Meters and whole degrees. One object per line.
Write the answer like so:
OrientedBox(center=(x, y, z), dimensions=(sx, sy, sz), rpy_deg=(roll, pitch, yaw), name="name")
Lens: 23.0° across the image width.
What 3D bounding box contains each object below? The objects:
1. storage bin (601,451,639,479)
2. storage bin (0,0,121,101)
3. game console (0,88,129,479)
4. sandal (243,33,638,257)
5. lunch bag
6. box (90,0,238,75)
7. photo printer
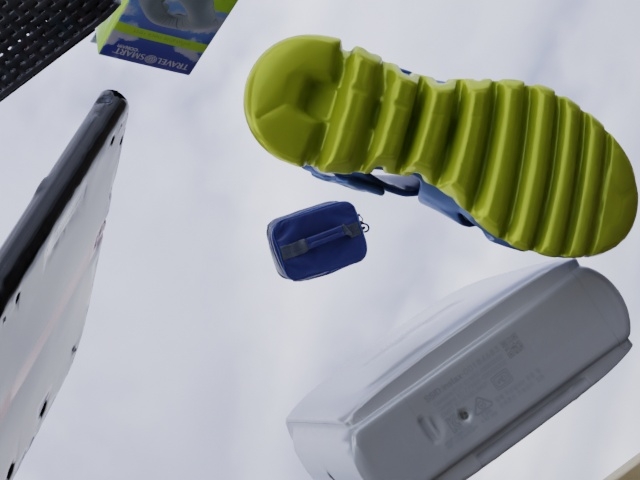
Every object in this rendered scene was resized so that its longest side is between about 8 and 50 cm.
OrientedBox(center=(0.177, 0.178, 0.581), dimensions=(0.260, 0.123, 0.262), rpy_deg=(-38, -41, 3), name="storage bin")
OrientedBox(center=(-0.236, -0.155, 1.113), dimensions=(0.180, 0.122, 0.084), rpy_deg=(-36, -68, 7), name="storage bin")
OrientedBox(center=(-0.277, 0.082, 1.441), dimensions=(0.386, 0.060, 0.342), rpy_deg=(-72, -1, -55), name="game console")
OrientedBox(center=(0.094, -0.073, 1.223), dimensions=(0.138, 0.317, 0.126), rpy_deg=(148, 143, -85), name="sandal")
OrientedBox(center=(0.000, 0.000, 1.527), dimensions=(0.098, 0.065, 0.067), rpy_deg=(-19, -85, -7), name="lunch bag")
OrientedBox(center=(-0.158, -0.238, 1.627), dimensions=(0.109, 0.042, 0.178), rpy_deg=(11, -39, -26), name="box")
OrientedBox(center=(0.103, 0.124, 1.347), dimensions=(0.256, 0.107, 0.307), rpy_deg=(-34, 1, -13), name="photo printer")
